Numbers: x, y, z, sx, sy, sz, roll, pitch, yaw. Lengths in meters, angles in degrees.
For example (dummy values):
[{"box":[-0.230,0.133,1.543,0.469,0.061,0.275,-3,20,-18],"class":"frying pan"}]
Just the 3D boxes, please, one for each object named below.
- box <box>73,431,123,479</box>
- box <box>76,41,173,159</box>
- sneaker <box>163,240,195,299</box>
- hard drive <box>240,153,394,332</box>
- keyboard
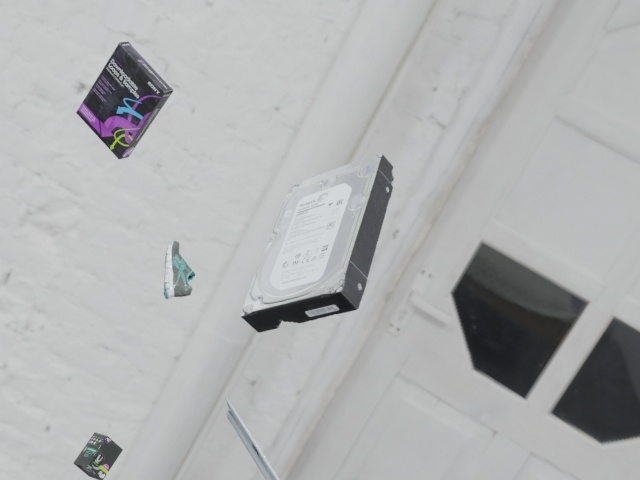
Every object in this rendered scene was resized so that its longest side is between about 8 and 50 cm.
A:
[{"box":[-0.500,0.486,1.828,0.052,0.083,0.062,2,-42,39],"class":"box"},{"box":[-0.327,-0.230,1.347,0.116,0.162,0.029,46,29,7],"class":"box"},{"box":[-0.349,0.075,2.015,0.076,0.065,0.166,4,55,-14],"class":"sneaker"},{"box":[0.000,0.000,1.495,0.064,0.237,0.338,48,44,-30],"class":"hard drive"},{"box":[-0.131,0.433,1.667,0.014,0.072,0.256,-23,52,-25],"class":"keyboard"}]
